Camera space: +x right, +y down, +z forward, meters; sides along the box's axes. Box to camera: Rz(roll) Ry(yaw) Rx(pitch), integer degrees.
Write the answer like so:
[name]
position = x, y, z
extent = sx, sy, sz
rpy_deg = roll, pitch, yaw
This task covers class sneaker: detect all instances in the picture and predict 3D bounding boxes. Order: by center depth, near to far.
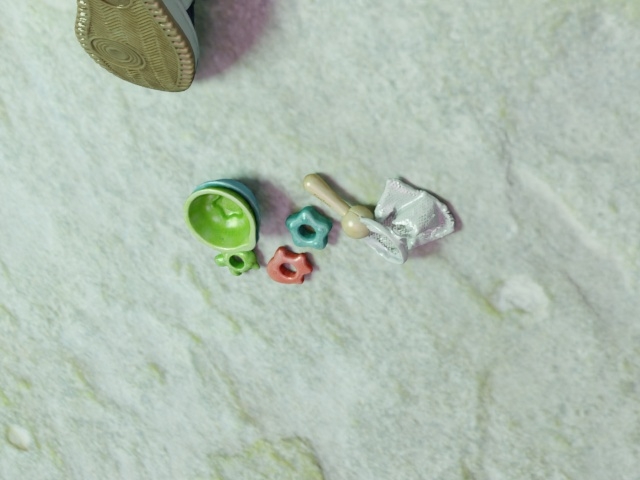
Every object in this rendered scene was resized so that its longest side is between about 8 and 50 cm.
[sneaker]
position = -0.131, -0.235, 0.946
extent = 0.099, 0.153, 0.282
rpy_deg = 12, 158, 12

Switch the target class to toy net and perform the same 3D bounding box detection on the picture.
[toy net]
position = 0.000, 0.000, 1.085
extent = 0.232, 0.045, 0.122
rpy_deg = 4, 126, 20
